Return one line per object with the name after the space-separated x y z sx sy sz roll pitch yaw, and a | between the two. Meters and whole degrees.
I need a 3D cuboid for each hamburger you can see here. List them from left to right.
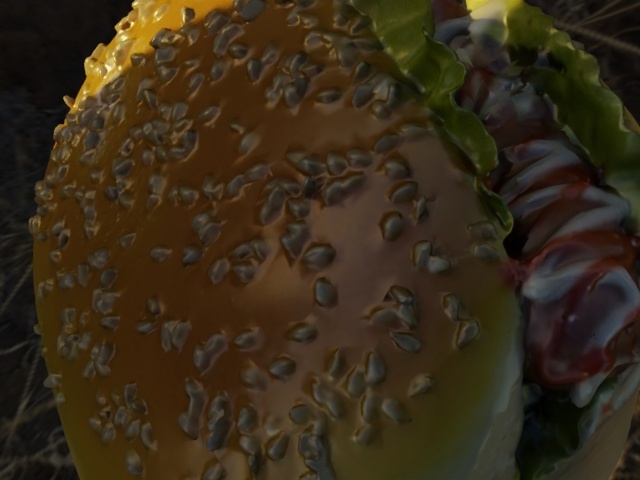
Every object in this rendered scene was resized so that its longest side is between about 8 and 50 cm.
0.000 0.000 0.449 0.173 0.210 0.116 -36 138 9 | hamburger
